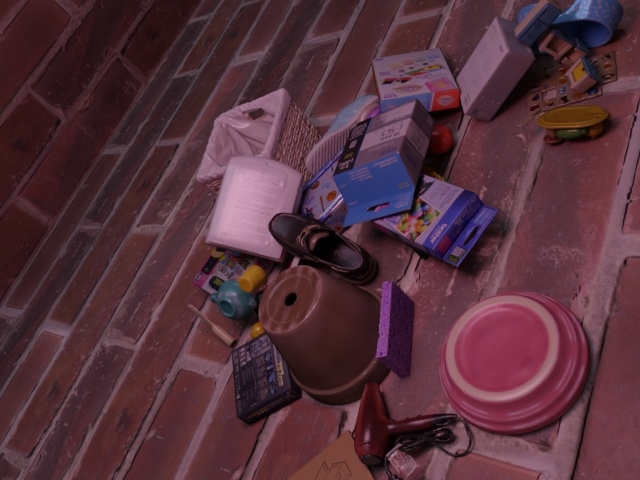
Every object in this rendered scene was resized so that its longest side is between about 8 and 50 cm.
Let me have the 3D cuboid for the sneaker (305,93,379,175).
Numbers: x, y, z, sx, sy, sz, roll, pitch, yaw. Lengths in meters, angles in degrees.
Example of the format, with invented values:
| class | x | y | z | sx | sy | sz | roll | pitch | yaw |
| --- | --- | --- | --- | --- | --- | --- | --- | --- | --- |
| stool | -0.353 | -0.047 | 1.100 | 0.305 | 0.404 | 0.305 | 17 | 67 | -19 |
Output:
| class | x | y | z | sx | sy | sz | roll | pitch | yaw |
| --- | --- | --- | --- | --- | --- | --- | --- | --- | --- |
| sneaker | 0.079 | -0.361 | 2.119 | 0.366 | 0.135 | 0.150 | -41 | 31 | -8 |

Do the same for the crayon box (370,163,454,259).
| class | x | y | z | sx | sy | sz | roll | pitch | yaw |
| --- | --- | --- | --- | --- | --- | --- | --- | --- | --- |
| crayon box | 0.266 | -0.109 | 1.766 | 0.202 | 0.081 | 0.318 | -44 | 39 | 2 |

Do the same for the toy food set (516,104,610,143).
| class | x | y | z | sx | sy | sz | roll | pitch | yaw |
| --- | --- | --- | --- | --- | --- | --- | --- | --- | --- |
| toy food set | 0.645 | -0.298 | 1.620 | 0.217 | 0.071 | 0.128 | 9 | 39 | 42 |

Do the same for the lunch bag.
| class | x | y | z | sx | sy | sz | roll | pitch | yaw |
| --- | --- | --- | --- | --- | --- | --- | --- | --- | --- |
| lunch bag | 0.050 | -0.160 | 1.974 | 0.303 | 0.115 | 0.243 | -44 | 37 | 0 |

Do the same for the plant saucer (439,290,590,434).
| class | x | y | z | sx | sy | sz | roll | pitch | yaw |
| --- | --- | --- | --- | --- | --- | --- | --- | --- | --- |
| plant saucer | 0.403 | 0.246 | 1.344 | 0.332 | 0.084 | 0.332 | -23 | 44 | 24 |

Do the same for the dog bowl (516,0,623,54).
| class | x | y | z | sx | sy | sz | roll | pitch | yaw |
| --- | --- | --- | --- | --- | --- | --- | --- | --- | --- |
| dog bowl | 0.698 | -0.608 | 1.765 | 0.297 | 0.166 | 0.074 | 6 | 73 | 43 |

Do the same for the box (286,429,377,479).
| class | x | y | z | sx | sy | sz | roll | pitch | yaw |
| --- | --- | --- | --- | --- | --- | --- | --- | --- | --- |
| box | 0.026 | 0.569 | 1.443 | 0.201 | 0.021 | 0.164 | -41 | 40 | 5 |

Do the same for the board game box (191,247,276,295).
| class | x | y | z | sx | sy | sz | roll | pitch | yaw |
| --- | --- | --- | --- | --- | --- | --- | --- | --- | --- |
| board game box | -0.264 | 0.066 | 2.063 | 0.224 | 0.097 | 0.303 | 22 | 72 | 47 |

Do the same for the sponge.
| class | x | y | z | sx | sy | sz | roll | pitch | yaw |
| --- | --- | --- | --- | --- | --- | --- | --- | --- | --- |
| sponge | 0.187 | 0.217 | 1.528 | 0.031 | 0.117 | 0.210 | -17 | 47 | 32 |

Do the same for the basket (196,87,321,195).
| class | x | y | z | sx | sy | sz | roll | pitch | yaw |
| --- | --- | --- | --- | --- | --- | --- | --- | --- | --- |
| basket | -0.207 | -0.303 | 2.194 | 0.328 | 0.266 | 0.331 | -14 | 50 | 32 |

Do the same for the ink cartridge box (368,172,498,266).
| class | x | y | z | sx | sy | sz | roll | pitch | yaw |
| --- | --- | --- | --- | --- | --- | --- | --- | --- | --- |
| ink cartridge box | 0.285 | -0.067 | 1.606 | 0.186 | 0.065 | 0.311 | -51 | 42 | -7 |

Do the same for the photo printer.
| class | x | y | z | sx | sy | sz | roll | pitch | yaw |
| --- | --- | --- | --- | --- | --- | --- | --- | --- | --- |
| photo printer | -0.198 | -0.106 | 1.926 | 0.256 | 0.107 | 0.308 | 13 | 83 | 1 |

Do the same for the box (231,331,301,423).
| class | x | y | z | sx | sy | sz | roll | pitch | yaw |
| --- | --- | --- | --- | --- | --- | --- | --- | --- | --- |
| box | -0.157 | 0.371 | 1.738 | 0.183 | 0.059 | 0.233 | -33 | 40 | 15 |

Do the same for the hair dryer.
| class | x | y | z | sx | sy | sz | roll | pitch | yaw |
| --- | --- | --- | --- | --- | --- | --- | --- | --- | --- |
| hair dryer | 0.182 | 0.433 | 1.406 | 0.223 | 0.080 | 0.293 | -37 | 44 | -13 |

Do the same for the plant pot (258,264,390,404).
| class | x | y | z | sx | sy | sz | roll | pitch | yaw |
| --- | --- | --- | --- | --- | --- | --- | --- | --- | --- |
| plant pot | 0.001 | 0.211 | 1.568 | 0.323 | 0.280 | 0.323 | -22 | 44 | 24 |

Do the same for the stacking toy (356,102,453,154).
| class | x | y | z | sx | sy | sz | roll | pitch | yaw |
| --- | --- | --- | --- | --- | --- | --- | --- | --- | --- |
| stacking toy | 0.271 | -0.334 | 1.933 | 0.330 | 0.141 | 0.141 | 26 | 76 | 42 |

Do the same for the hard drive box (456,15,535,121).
| class | x | y | z | sx | sy | sz | roll | pitch | yaw |
| --- | --- | --- | --- | --- | --- | --- | --- | --- | --- |
| hard drive box | 0.500 | -0.496 | 1.795 | 0.232 | 0.089 | 0.181 | 120 | 157 | -46 |

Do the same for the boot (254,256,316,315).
| class | x | y | z | sx | sy | sz | roll | pitch | yaw |
| --- | --- | --- | --- | --- | --- | --- | --- | --- | --- |
| boot | -0.118 | 0.120 | 1.901 | 0.176 | 0.088 | 0.244 | 0 | 61 | 42 |

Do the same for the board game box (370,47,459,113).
| class | x | y | z | sx | sy | sz | roll | pitch | yaw |
| --- | --- | --- | --- | --- | --- | --- | --- | --- | --- |
| board game box | 0.297 | -0.512 | 1.992 | 0.242 | 0.064 | 0.317 | -8 | 39 | 5 |

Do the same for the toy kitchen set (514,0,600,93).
| class | x | y | z | sx | sy | sz | roll | pitch | yaw |
| --- | --- | --- | --- | --- | --- | --- | --- | --- | --- |
| toy kitchen set | 0.649 | -0.518 | 1.647 | 0.122 | 0.207 | 0.166 | -50 | 29 | 45 |

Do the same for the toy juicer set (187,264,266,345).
| class | x | y | z | sx | sy | sz | roll | pitch | yaw |
| --- | --- | --- | --- | --- | --- | --- | --- | --- | --- |
| toy juicer set | -0.239 | 0.215 | 1.872 | 0.329 | 0.209 | 0.089 | -30 | 8 | 39 |

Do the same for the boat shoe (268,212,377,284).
| class | x | y | z | sx | sy | sz | roll | pitch | yaw |
| --- | --- | --- | --- | --- | --- | --- | --- | --- | --- |
| boat shoe | 0.000 | 0.000 | 1.766 | 0.355 | 0.130 | 0.132 | 25 | 77 | 21 |

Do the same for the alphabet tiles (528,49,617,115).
| class | x | y | z | sx | sy | sz | roll | pitch | yaw |
| --- | --- | --- | --- | --- | --- | --- | --- | --- | --- |
| alphabet tiles | 0.704 | -0.456 | 1.740 | 0.237 | 0.009 | 0.198 | -12 | 50 | 33 |

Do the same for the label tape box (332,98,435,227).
| class | x | y | z | sx | sy | sz | roll | pitch | yaw |
| --- | --- | --- | --- | --- | --- | --- | --- | --- | --- |
| label tape box | 0.165 | -0.218 | 1.725 | 0.240 | 0.106 | 0.334 | -16 | 42 | 41 |
